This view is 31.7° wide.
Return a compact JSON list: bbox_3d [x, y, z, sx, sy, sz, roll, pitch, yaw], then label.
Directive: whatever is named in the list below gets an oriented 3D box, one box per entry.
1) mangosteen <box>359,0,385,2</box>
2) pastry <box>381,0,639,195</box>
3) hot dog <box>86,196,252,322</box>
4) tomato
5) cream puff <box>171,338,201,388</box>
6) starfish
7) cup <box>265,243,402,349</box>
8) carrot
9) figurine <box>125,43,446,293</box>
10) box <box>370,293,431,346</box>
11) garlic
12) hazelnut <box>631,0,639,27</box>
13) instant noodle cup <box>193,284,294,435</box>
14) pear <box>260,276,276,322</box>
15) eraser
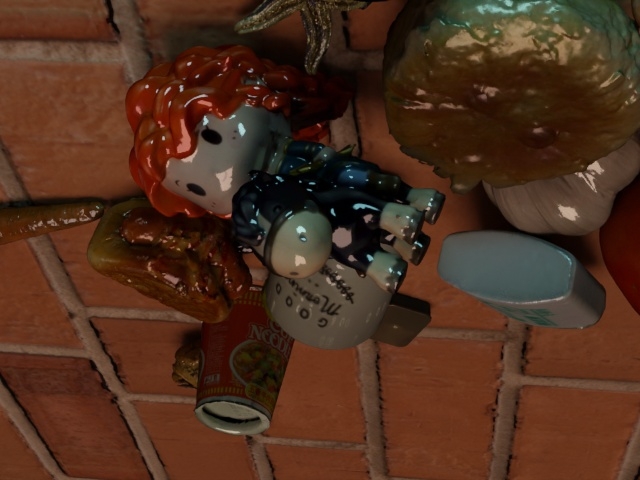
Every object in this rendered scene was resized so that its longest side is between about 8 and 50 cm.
[{"bbox_3d":[0.059,-0.344,1.086,0.243,0.243,0.243,6,146,4],"label":"mangosteen"},{"bbox_3d":[0.218,-0.183,1.268,0.329,0.136,0.330,5,150,3],"label":"pastry"},{"bbox_3d":[-0.217,0.027,1.742,0.256,0.150,0.153,29,150,-27],"label":"hot dog"},{"bbox_3d":[0.481,0.019,1.476,0.180,0.260,0.260,-33,145,-11],"label":"tomato"},{"bbox_3d":[-0.213,0.234,2.080,0.119,0.104,0.133,25,164,20],"label":"cream puff"},{"bbox_3d":[-0.029,-0.287,1.312,0.176,0.053,0.208,29,138,-27],"label":"starfish"},{"bbox_3d":[0.000,0.000,1.654,0.258,0.186,0.234,32,140,13],"label":"cup"},{"bbox_3d":[-0.432,-0.034,1.778,0.209,0.061,0.061,-9,143,17],"label":"carrot"},{"bbox_3d":[-0.046,-0.077,1.374,0.306,0.412,0.241,-20,139,-31],"label":"figurine"},{"bbox_3d":[0.129,0.135,1.927,0.091,0.031,0.126,17,145,-12],"label":"box"},{"bbox_3d":[0.308,-0.077,1.481,0.178,0.143,0.229,24,152,-25],"label":"garlic"},{"bbox_3d":[0.434,-0.265,1.151,0.214,0.176,0.214,-6,-178,0],"label":"hazelnut"},{"bbox_3d":[-0.137,0.211,1.933,0.193,0.212,0.193,6,146,4],"label":"instant noodle cup"},{"bbox_3d":[-0.051,0.098,1.863,0.097,0.092,0.092,15,146,-8],"label":"pear"},{"bbox_3d":[0.295,0.058,1.618,0.189,0.104,0.290,14,175,24],"label":"eraser"}]
